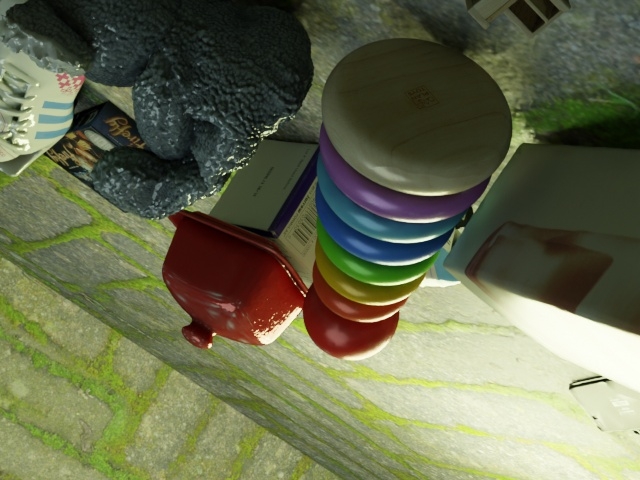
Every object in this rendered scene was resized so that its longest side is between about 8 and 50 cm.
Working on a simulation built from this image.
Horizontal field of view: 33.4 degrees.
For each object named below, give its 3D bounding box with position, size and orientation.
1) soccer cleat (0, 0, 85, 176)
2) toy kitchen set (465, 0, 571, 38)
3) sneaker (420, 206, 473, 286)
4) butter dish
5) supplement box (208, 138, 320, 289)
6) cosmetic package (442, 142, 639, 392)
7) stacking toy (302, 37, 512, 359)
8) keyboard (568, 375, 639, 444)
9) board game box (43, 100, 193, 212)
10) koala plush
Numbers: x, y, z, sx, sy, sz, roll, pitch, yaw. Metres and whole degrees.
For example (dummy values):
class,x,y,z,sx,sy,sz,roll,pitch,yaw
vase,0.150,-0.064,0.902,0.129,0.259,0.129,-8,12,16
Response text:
class,x,y,z,sx,sy,sz,roll,pitch,yaw
soccer cleat,-0.335,-0.162,1.196,0.116,0.143,0.331,31,162,-2
toy kitchen set,0.130,-0.152,0.629,0.075,0.083,0.068,39,119,-25
sneaker,0.087,-0.045,0.983,0.086,0.085,0.237,-16,135,21
butter dish,-0.099,0.056,1.088,0.160,0.118,0.160,21,160,28
supplement box,0.000,0.000,1.159,0.114,0.111,0.220,11,154,46
cosmetic package,0.224,0.027,0.740,0.153,0.129,0.296,36,177,-16
stacking toy,0.044,-0.003,0.882,0.141,0.141,0.330,27,142,9
keyboard,0.369,0.191,1.246,0.100,0.038,0.192,54,162,1
board game box,-0.270,-0.103,1.414,0.165,0.042,0.243,38,160,-24
koala plush,-0.138,-0.160,0.856,0.221,0.196,0.203,40,148,-25
